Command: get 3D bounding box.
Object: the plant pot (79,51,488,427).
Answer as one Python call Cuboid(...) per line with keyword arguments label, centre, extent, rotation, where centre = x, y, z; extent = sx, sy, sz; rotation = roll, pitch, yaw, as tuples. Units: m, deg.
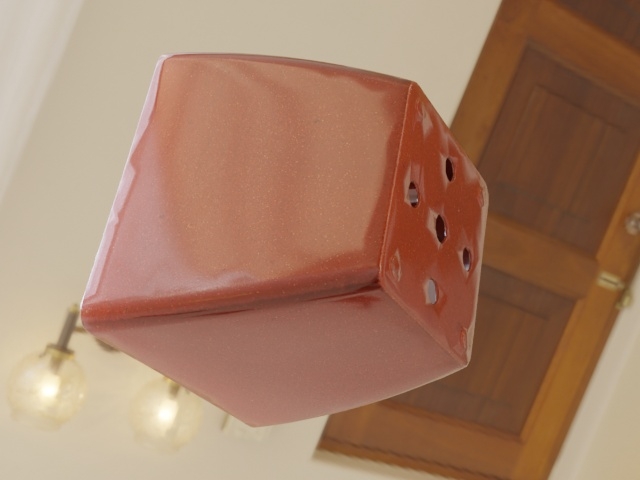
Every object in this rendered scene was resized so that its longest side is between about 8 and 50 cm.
Cuboid(label="plant pot", centre=(0.000, 0.000, 0.797), extent=(0.235, 0.267, 0.267), rotation=(-4, 150, 30))
